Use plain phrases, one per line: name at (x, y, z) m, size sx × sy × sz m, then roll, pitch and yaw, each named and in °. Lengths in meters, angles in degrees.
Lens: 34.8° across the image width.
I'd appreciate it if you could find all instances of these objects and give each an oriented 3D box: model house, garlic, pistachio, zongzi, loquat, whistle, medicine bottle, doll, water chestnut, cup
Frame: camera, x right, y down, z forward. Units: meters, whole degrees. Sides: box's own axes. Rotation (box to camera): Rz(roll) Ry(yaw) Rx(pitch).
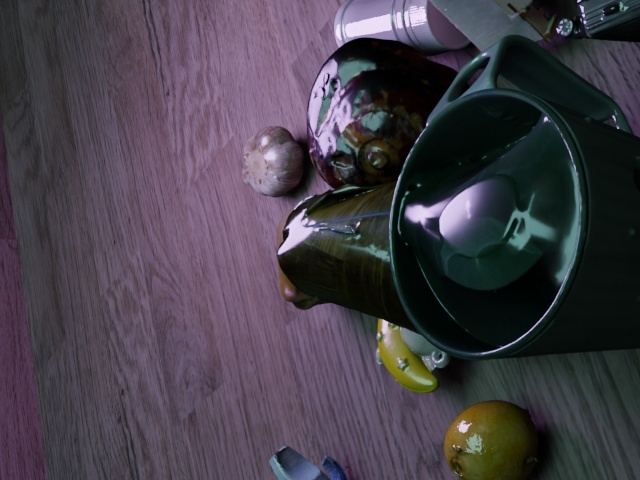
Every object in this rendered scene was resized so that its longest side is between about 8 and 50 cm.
model house at (0.250, -0.463, 1.566) m, size 0.169 × 0.326 × 0.244 m, roll -33°, pitch 22°, yaw 49°
garlic at (-0.092, -0.163, 2.096) m, size 0.147 × 0.102 × 0.159 m, roll 52°, pitch 138°, yaw 28°
pistachio at (0.000, 0.000, 1.903) m, size 0.213 × 0.163 × 0.260 m, roll -41°, pitch 37°, yaw 17°
zongzi at (0.165, -0.070, 1.576) m, size 0.403 × 0.208 × 0.432 m, roll 15°, pitch 73°, yaw 36°
loquat at (0.254, 0.304, 1.514) m, size 0.141 × 0.141 × 0.141 m, roll -13°, pitch 74°, yaw 52°
whistle at (0.007, 0.475, 1.797) m, size 0.269 × 0.180 × 0.093 m, roll 49°, pitch 132°, yaw 8°
medicine bottle at (0.146, -0.380, 1.779) m, size 0.250 × 0.133 × 0.133 m, roll 4°, pitch 87°, yaw 55°
doll at (0.184, 0.134, 1.661) m, size 0.252 × 0.111 × 0.237 m, roll -35°, pitch 41°, yaw 33°
water chestnut at (0.111, -0.199, 1.710) m, size 0.289 × 0.244 × 0.289 m, roll -8°, pitch 79°, yaw 48°
cup at (0.319, -0.048, 1.268) m, size 0.310 × 0.392 × 0.400 m, roll 13°, pitch 95°, yaw 53°

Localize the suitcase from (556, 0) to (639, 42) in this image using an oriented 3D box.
suitcase at (0.465, -0.341, 1.286) m, size 0.312 × 0.202 × 0.128 m, roll -17°, pitch 81°, yaw 51°
